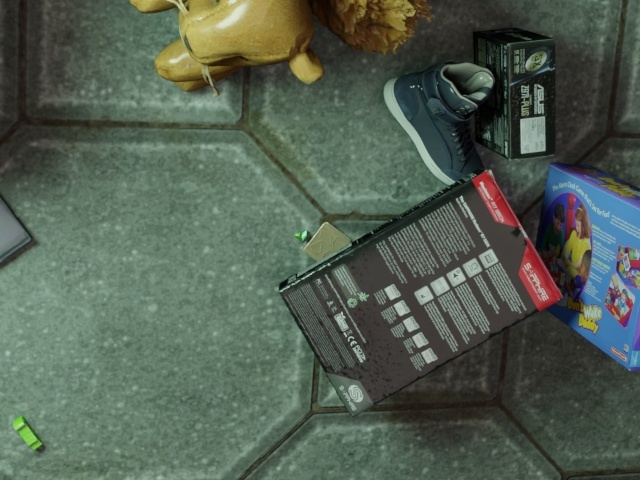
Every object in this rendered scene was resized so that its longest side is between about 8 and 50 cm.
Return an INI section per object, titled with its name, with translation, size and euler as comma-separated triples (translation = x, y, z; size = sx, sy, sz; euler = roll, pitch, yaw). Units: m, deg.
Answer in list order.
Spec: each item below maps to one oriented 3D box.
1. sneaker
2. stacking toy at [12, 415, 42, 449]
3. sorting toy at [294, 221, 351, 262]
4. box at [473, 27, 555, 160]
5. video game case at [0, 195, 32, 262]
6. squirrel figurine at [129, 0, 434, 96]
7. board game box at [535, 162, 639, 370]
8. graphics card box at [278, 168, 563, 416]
[sneaker]
translation = 0.218, -0.174, 1.936
size = 0.226, 0.163, 0.086
euler = 48, 52, -21
[stacking toy]
translation = -0.551, 0.280, 1.918
size = 0.167, 0.052, 0.221
euler = -35, 112, -3
[sorting toy]
translation = 0.000, 0.000, 2.012
size = 0.083, 0.012, 0.062
euler = 36, 98, -25
[box]
translation = 0.297, -0.227, 1.957
size = 0.077, 0.147, 0.180
euler = -7, 107, -13
[video game case]
translation = -0.575, -0.052, 1.830
size = 0.196, 0.026, 0.274
euler = -35, 111, -4
[squirrel figurine]
translation = -0.055, -0.343, 1.704
size = 0.397, 0.370, 0.281
euler = -17, 109, -11
[board game box]
translation = 0.443, 0.031, 1.965
size = 0.078, 0.347, 0.233
euler = 2, 105, -17
[graphics card box]
translation = 0.148, 0.078, 1.941
size = 0.371, 0.094, 0.233
euler = -31, 96, 2
